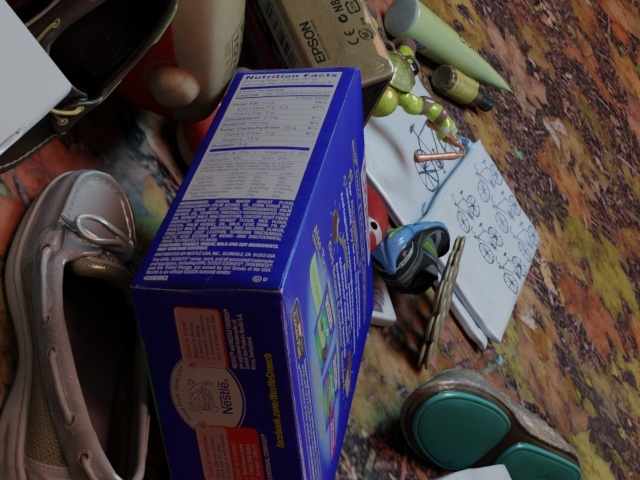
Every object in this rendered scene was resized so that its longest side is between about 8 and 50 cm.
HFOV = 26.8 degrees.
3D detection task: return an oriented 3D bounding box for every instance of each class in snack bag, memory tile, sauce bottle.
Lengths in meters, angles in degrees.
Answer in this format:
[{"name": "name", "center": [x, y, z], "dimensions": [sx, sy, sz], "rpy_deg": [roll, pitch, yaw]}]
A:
[{"name": "snack bag", "center": [0.160, -0.068, 1.729], "dimensions": [0.343, 0.037, 0.323], "rpy_deg": [55, 30, -9]}, {"name": "memory tile", "center": [0.137, 0.069, 1.519], "dimensions": [0.012, 0.113, 0.148], "rpy_deg": [15, 30, 9]}, {"name": "sauce bottle", "center": [0.207, -0.216, 1.932], "dimensions": [0.128, 0.042, 0.042], "rpy_deg": [21, 48, -52]}]

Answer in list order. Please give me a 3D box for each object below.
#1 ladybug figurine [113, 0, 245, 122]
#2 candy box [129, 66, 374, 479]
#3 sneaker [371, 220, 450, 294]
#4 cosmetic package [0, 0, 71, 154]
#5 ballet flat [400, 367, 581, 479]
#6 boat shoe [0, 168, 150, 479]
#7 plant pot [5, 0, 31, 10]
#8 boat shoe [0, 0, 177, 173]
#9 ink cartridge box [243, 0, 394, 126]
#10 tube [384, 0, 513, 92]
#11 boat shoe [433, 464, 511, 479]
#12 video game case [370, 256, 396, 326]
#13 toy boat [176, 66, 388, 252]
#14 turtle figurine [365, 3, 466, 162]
[{"name": "ladybug figurine", "center": [-0.156, -0.298, 1.233], "dimensions": [0.161, 0.305, 0.449], "rpy_deg": [2, 50, -9]}, {"name": "candy box", "center": [-0.038, 0.047, 1.098], "dimensions": [0.317, 0.122, 0.268], "rpy_deg": [-71, 160, -53]}, {"name": "sneaker", "center": [0.101, 0.021, 1.508], "dimensions": [0.188, 0.067, 0.078], "rpy_deg": [-18, 94, -69]}, {"name": "cosmetic package", "center": [-0.368, -0.176, 0.874], "dimensions": [0.385, 0.156, 0.217], "rpy_deg": [55, 30, -12]}, {"name": "ballet flat", "center": [0.169, 0.200, 1.461], "dimensions": [0.316, 0.107, 0.106], "rpy_deg": [38, 16, -44]}, {"name": "boat shoe", "center": [-0.170, 0.068, 1.013], "dimensions": [0.118, 0.103, 0.320], "rpy_deg": [38, 36, -35]}, {"name": "plant pot", "center": [-0.288, -0.258, 1.047], "dimensions": [0.191, 0.174, 0.191], "rpy_deg": [38, 37, -35]}, {"name": "boat shoe", "center": [-0.198, -0.133, 1.029], "dimensions": [0.081, 0.228, 0.069], "rpy_deg": [40, 3, -33]}, {"name": "ink cartridge box", "center": [-0.021, -0.232, 1.433], "dimensions": [0.235, 0.088, 0.193], "rpy_deg": [65, -16, 11]}, {"name": "tube", "center": [0.183, -0.275, 1.926], "dimensions": [0.240, 0.062, 0.070], "rpy_deg": [27, 49, -46]}, {"name": "boat shoe", "center": [0.128, 0.281, 1.313], "dimensions": [0.267, 0.096, 0.088], "rpy_deg": [11, 51, -63]}, {"name": "video game case", "center": [0.000, 0.000, 1.428], "dimensions": [0.190, 0.022, 0.173], "rpy_deg": [15, 52, -52]}, {"name": "toy boat", "center": [-0.018, -0.081, 1.305], "dimensions": [0.231, 0.151, 0.151], "rpy_deg": [51, 42, -1]}, {"name": "turtle figurine", "center": [0.061, -0.209, 1.619], "dimensions": [0.269, 0.087, 0.217], "rpy_deg": [22, 31, -14]}]
